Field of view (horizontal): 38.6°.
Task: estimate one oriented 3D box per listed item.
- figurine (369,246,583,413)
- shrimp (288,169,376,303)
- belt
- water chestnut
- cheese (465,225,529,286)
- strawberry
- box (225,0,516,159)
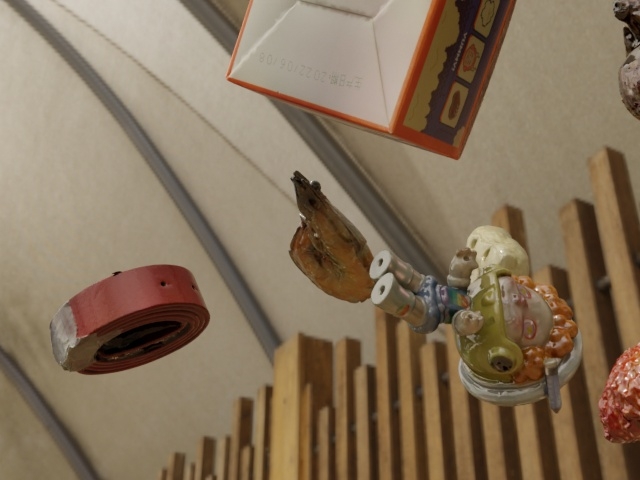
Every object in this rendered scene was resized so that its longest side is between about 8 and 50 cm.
[{"bbox_3d":[0.239,0.120,1.491,0.381,0.225,0.205,33,-51,-13],"label":"figurine"},{"bbox_3d":[0.000,0.000,1.654,0.164,0.062,0.317,-9,-51,29],"label":"shrimp"},{"bbox_3d":[-0.396,0.164,1.888,0.323,0.115,0.227,-17,-33,-19],"label":"belt"},{"bbox_3d":[0.614,-0.327,1.540,0.299,0.300,0.300,0,-33,0],"label":"water chestnut"},{"bbox_3d":[0.370,0.066,1.972,0.093,0.263,0.159,13,-75,-10],"label":"cheese"},{"bbox_3d":[0.396,0.168,1.055,0.175,0.107,0.236,-10,-18,-9],"label":"strawberry"},{"bbox_3d":[0.088,-0.341,1.491,0.348,0.319,0.256,21,8,33],"label":"box"}]
